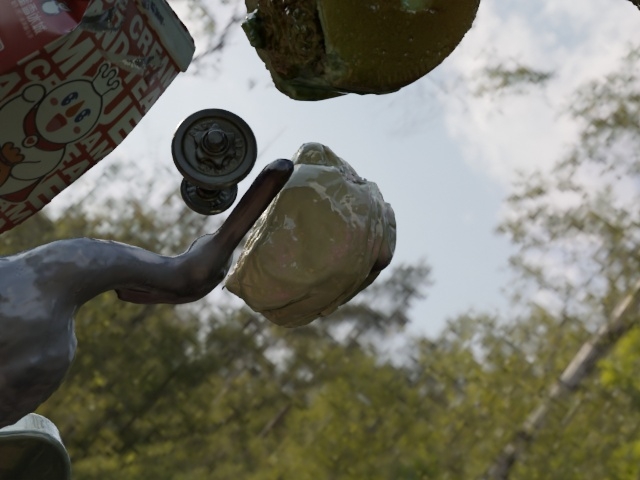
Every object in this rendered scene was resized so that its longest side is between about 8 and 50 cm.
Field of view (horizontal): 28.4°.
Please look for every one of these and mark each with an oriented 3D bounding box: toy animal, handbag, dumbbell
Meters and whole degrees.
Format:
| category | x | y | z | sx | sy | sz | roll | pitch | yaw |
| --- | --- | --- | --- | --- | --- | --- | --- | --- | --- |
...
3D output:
| category | x | y | z | sx | sy | sz | roll | pitch | yaw |
| --- | --- | --- | --- | --- | --- | --- | --- | --- | --- |
| toy animal | -0.179 | 0.047 | 0.704 | 0.090 | 0.324 | 0.195 | 63 | -33 | 37 |
| handbag | -0.252 | -0.124 | 1.006 | 0.151 | 0.298 | 0.171 | 57 | -2 | 34 |
| dumbbell | -0.144 | -0.088 | 1.678 | 0.110 | 0.110 | 0.254 | 38 | -19 | 6 |

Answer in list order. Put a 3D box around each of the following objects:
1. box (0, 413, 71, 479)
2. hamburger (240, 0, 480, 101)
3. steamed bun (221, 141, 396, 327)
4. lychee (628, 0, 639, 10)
| category | x | y | z | sx | sy | sz | roll | pitch | yaw |
| --- | --- | --- | --- | --- | --- | --- | --- | --- | --- |
| box | -0.437 | 0.365 | 1.272 | 0.090 | 0.367 | 0.372 | -138 | -131 | -68 |
| hamburger | 0.048 | -0.259 | 1.496 | 0.167 | 0.288 | 0.192 | -134 | -147 | -60 |
| steamed bun | 0.000 | 0.000 | 1.887 | 0.206 | 0.320 | 0.275 | 25 | -47 | -5 |
| lychee | 0.473 | -0.401 | 1.578 | 0.320 | 0.270 | 0.270 | 48 | -19 | 26 |
